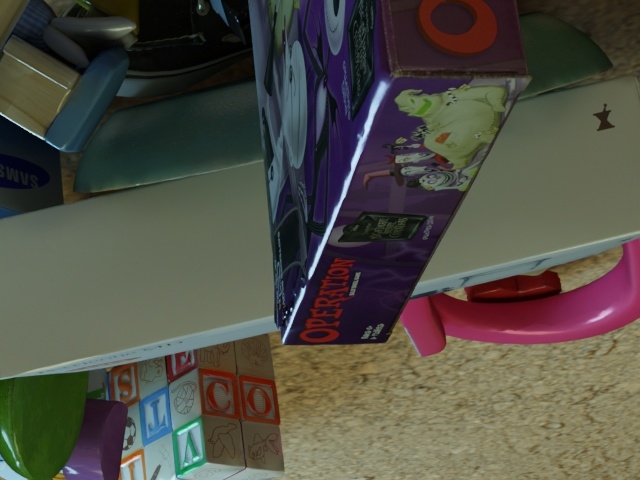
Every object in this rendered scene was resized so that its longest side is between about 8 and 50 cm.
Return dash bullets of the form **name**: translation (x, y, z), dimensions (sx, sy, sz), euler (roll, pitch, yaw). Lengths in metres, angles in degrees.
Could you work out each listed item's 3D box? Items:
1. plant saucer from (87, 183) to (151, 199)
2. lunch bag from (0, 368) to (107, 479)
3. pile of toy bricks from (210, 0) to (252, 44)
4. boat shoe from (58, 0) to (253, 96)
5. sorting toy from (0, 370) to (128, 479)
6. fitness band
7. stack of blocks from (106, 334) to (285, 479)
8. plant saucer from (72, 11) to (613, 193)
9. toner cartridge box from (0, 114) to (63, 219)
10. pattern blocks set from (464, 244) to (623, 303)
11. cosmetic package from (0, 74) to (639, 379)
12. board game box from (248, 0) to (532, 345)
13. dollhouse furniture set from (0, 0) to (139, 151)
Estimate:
- **plant saucer**: translation (-0.075, -0.025, 1.349), dimensions (0.199, 0.037, 0.200), euler (-6, 156, -3)
- **lunch bag**: translation (-0.325, 0.146, 1.568), dimensions (0.243, 0.115, 0.303), euler (13, 149, -31)
- **pile of toy bricks**: translation (-0.028, -0.185, 0.925), dimensions (0.118, 0.105, 0.212), euler (-37, 159, -10)
- **boat shoe**: translation (-0.046, -0.142, 1.050), dimensions (0.219, 0.078, 0.070), euler (-15, 158, -3)
- **sorting toy**: translation (-0.247, 0.092, 1.305), dimensions (0.126, 0.127, 0.365), euler (4, 159, 15)
- **fitness band**: translation (0.160, 0.020, 1.446), dimensions (0.209, 0.054, 0.291), euler (-13, 157, 6)
- **stack of blocks**: translation (-0.160, 0.208, 1.686), dimensions (0.087, 0.171, 0.297), euler (13, 149, -39)
- **plant saucer**: translation (0.008, -0.084, 1.085), dimensions (0.317, 0.044, 0.317), euler (-14, -174, 1)
- **toner cartridge box**: translation (-0.339, -0.053, 1.152), dimensions (0.165, 0.075, 0.347), euler (-24, 152, 34)
- **pattern blocks set**: translation (0.149, -0.019, 1.445), dimensions (0.285, 0.026, 0.325), euler (9, 151, -35)
- **cosmetic package**: translation (0.000, 0.000, 1.148), dimensions (0.377, 0.097, 0.284), euler (-13, 175, 1)
- **board game box**: translation (0.005, -0.159, 0.678), dimensions (0.056, 0.347, 0.208), euler (1, 155, -15)
- **dollhouse furniture set**: translation (-0.191, -0.198, 0.873), dimensions (0.286, 0.198, 0.303), euler (31, 179, -3)
